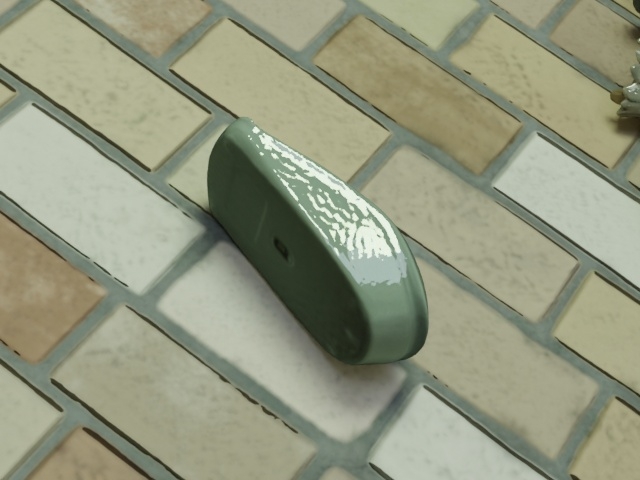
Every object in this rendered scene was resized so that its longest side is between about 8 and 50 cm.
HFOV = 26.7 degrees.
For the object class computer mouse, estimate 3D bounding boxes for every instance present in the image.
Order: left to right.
[{"bbox_3d":[0.000,0.000,1.041,0.079,0.128,0.231,-33,74,-31],"label":"computer mouse"}]

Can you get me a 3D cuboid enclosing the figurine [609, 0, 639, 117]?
[{"bbox_3d":[0.383,-0.094,1.209,0.207,0.166,0.387,-18,60,12],"label":"figurine"}]
